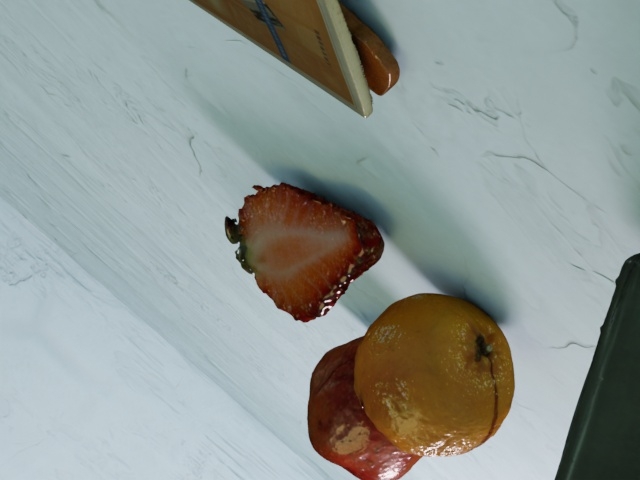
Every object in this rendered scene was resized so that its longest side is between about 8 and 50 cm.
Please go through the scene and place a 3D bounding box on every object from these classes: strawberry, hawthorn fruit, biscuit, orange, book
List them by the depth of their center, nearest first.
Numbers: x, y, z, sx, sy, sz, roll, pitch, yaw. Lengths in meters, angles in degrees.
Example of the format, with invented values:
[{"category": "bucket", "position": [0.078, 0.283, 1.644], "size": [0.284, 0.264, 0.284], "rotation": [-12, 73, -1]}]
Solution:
[{"category": "biscuit", "position": [0.015, -0.172, 1.044], "size": [0.130, 0.019, 0.102], "rotation": [43, 167, -16]}, {"category": "book", "position": [-0.061, -0.209, 1.046], "size": [0.242, 0.018, 0.170], "rotation": [36, 166, 29]}, {"category": "orange", "position": [0.137, 0.155, 1.437], "size": [0.193, 0.193, 0.161], "rotation": [42, 149, -19]}, {"category": "strawberry", "position": [0.001, 0.007, 1.474], "size": [0.236, 0.107, 0.175], "rotation": [21, 122, 42]}, {"category": "hawthorn fruit", "position": [0.094, 0.214, 1.740], "size": [0.207, 0.207, 0.243], "rotation": [35, 137, 4]}]

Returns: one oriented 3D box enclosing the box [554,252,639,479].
[{"category": "box", "position": [0.278, 0.159, 0.966], "size": [0.166, 0.290, 0.220], "rotation": [18, 160, 13]}]
